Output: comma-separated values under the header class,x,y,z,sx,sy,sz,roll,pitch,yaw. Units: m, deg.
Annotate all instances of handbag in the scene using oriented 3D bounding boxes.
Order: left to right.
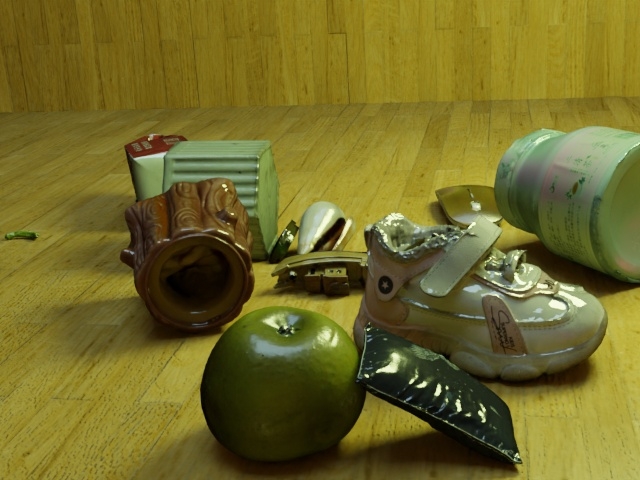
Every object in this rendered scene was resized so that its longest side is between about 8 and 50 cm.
class,x,y,z,sx,sy,sz,roll,pitch,yaw
handbag,-0.355,-0.138,2.073,0.151,0.171,0.298,-12,16,-15

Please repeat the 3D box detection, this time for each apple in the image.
class,x,y,z,sx,sy,sz,roll,pitch,yaw
apple,-0.044,0.164,1.090,0.196,0.157,0.196,2,25,-1

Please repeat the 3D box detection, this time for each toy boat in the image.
class,x,y,z,sx,sy,sz,roll,pitch,yaw
toy boat,0.021,0.059,1.559,0.206,0.064,0.072,-4,36,5

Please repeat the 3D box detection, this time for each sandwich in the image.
class,x,y,z,sx,sy,sz,roll,pitch,yaw
sandwich,-0.065,0.001,1.750,0.026,0.069,0.101,28,24,0

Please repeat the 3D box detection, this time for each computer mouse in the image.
class,x,y,z,sx,sy,sz,roll,pitch,yaw
computer mouse,0.310,-0.079,1.938,0.125,0.056,0.245,-4,19,1

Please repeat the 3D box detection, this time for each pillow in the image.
class,x,y,z,sx,sy,sz,roll,pitch,yaw
pillow,0.135,0.176,1.068,0.208,0.055,0.141,30,18,-5

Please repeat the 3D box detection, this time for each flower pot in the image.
class,x,y,z,sx,sy,sz,roll,pitch,yaw
flower pot,-0.186,-0.077,1.772,0.189,0.239,0.209,0,48,7

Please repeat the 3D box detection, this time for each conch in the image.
class,x,y,z,sx,sy,sz,roll,pitch,yaw
conch,0.004,-0.010,1.718,0.104,0.094,0.176,24,24,3

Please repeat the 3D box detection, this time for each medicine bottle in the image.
class,x,y,z,sx,sy,sz,roll,pitch,yaw
medicine bottle,0.466,-0.076,1.605,0.245,0.245,0.290,-12,18,-25

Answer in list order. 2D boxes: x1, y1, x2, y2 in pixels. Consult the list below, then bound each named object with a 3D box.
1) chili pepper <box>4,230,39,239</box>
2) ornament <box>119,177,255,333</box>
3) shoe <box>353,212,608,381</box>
class,x,y,z,sx,sy,sz,roll,pitch,yaw
chili pepper,-0.625,-0.010,1.955,0.083,0.017,0.030,-3,18,12
ornament,-0.196,0.024,1.484,0.235,0.221,0.217,37,10,-21
shoe,0.209,0.069,1.264,0.350,0.198,0.172,1,20,17
